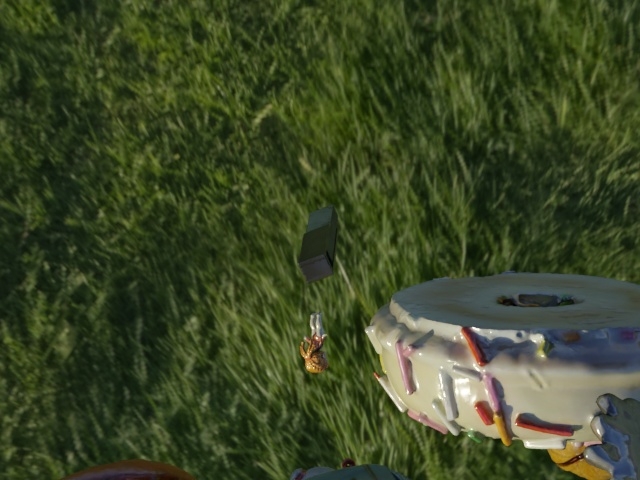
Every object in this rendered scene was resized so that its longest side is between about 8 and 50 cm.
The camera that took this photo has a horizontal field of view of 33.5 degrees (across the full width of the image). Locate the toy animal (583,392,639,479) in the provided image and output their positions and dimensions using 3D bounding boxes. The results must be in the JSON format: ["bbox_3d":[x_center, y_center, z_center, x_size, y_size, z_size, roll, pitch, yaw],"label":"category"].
[{"bbox_3d":[0.253,0.248,0.518,0.302,0.225,0.284,7,30,-8],"label":"toy animal"}]

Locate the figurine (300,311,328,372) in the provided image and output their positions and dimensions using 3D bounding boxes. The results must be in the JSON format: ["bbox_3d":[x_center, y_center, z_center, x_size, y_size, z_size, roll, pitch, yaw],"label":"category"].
[{"bbox_3d":[-0.010,0.184,1.923,0.047,0.064,0.109,7,78,-37],"label":"figurine"}]

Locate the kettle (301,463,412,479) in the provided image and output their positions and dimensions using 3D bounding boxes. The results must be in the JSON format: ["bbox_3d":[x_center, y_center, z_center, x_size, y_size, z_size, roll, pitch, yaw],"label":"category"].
[{"bbox_3d":[0.008,0.463,1.490,0.342,0.319,0.247,-35,52,-5],"label":"kettle"}]

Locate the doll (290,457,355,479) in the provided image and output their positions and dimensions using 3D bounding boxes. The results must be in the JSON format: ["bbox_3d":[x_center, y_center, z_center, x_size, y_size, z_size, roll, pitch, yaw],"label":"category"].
[{"bbox_3d":[-0.027,0.438,1.662,0.142,0.076,0.245,39,78,1],"label":"doll"}]

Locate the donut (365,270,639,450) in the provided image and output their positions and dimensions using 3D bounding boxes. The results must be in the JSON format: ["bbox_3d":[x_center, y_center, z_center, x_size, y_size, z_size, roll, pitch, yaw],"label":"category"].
[{"bbox_3d":[0.245,0.130,1.213,0.383,0.382,0.142,-1,98,3],"label":"donut"}]

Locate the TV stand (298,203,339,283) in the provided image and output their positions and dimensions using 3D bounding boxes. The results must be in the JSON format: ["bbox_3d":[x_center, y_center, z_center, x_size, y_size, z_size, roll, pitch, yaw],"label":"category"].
[{"bbox_3d":[0.000,0.000,1.814,0.049,0.256,0.040,-21,108,11],"label":"TV stand"}]

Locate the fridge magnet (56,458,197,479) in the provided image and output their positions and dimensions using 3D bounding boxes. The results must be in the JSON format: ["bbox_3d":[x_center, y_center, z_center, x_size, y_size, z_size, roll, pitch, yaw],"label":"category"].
[{"bbox_3d":[-0.328,0.462,1.560,0.364,0.363,0.155,-29,50,-5],"label":"fridge magnet"}]

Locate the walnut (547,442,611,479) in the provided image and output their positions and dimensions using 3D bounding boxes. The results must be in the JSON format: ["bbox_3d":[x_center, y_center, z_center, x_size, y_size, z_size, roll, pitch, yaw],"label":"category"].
[{"bbox_3d":[0.355,0.234,1.400,0.144,0.180,0.144,6,117,12],"label":"walnut"}]
